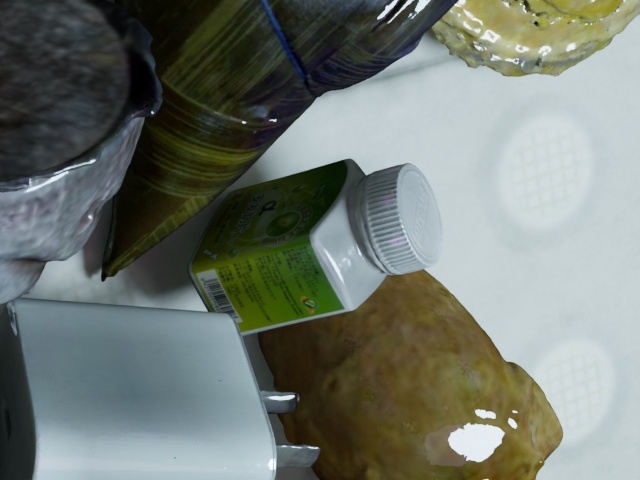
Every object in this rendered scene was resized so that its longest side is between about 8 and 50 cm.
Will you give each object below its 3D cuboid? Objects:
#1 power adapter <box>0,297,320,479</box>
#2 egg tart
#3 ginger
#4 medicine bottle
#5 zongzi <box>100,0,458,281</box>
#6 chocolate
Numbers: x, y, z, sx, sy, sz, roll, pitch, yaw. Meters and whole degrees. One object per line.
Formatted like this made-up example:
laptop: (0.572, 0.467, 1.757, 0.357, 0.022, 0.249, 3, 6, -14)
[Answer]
power adapter: (-0.125, 0.144, 1.126, 0.255, 0.187, 0.124, 6, 129, -26)
egg tart: (0.210, -0.317, 1.297, 0.352, 0.150, 0.352, -6, 101, -30)
ginger: (0.075, 0.148, 1.287, 0.200, 0.223, 0.269, -43, 120, -10)
medicine bottle: (0.000, 0.000, 1.206, 0.088, 0.188, 0.132, 62, 29, -25)
zongzi: (-0.143, -0.222, 1.128, 0.432, 0.208, 0.403, -41, 109, 11)
chocolate: (-0.274, -0.053, 1.036, 0.303, 0.303, 0.213, -14, 138, -26)
